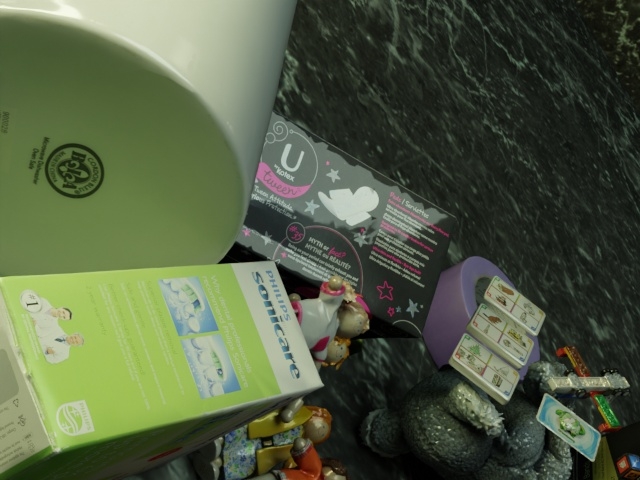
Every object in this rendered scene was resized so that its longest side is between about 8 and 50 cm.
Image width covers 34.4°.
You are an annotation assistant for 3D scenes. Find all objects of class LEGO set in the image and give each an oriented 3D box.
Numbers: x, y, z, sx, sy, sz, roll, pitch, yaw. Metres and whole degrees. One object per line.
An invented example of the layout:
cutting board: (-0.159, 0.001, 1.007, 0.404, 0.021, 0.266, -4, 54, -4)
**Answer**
LEGO set: (0.260, 0.168, 1.163, 0.244, 0.060, 0.182, 37, 37, 2)

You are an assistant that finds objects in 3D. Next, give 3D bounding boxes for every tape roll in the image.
tape roll: (0.224, 0.123, 1.459, 0.189, 0.080, 0.189, 34, 40, -35)

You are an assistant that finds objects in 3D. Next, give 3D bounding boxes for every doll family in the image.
doll family: (-0.035, 0.143, 0.987, 0.163, 0.118, 0.263, -9, 113, -42)

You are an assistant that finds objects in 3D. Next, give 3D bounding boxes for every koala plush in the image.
koala plush: (0.172, 0.224, 1.203, 0.221, 0.196, 0.203, 32, 51, -44)

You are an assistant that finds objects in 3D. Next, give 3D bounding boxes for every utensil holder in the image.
utensil holder: (-0.182, -0.186, 0.908, 0.327, 0.327, 0.385, 39, 38, -30)

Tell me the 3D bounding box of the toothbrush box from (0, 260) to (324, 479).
toothbrush box: (-0.170, 0.113, 0.780, 0.283, 0.206, 0.122, -4, 67, -57)

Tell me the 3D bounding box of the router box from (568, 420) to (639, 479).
router box: (0.384, 0.382, 1.312, 0.081, 0.243, 0.309, 45, 34, -22)

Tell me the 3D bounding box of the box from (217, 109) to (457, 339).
box: (-0.013, -0.008, 1.068, 0.247, 0.163, 0.142, 29, 71, -25)

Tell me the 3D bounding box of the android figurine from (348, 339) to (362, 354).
android figurine: (0.000, 0.000, 1.268, 0.248, 0.056, 0.273, 34, 41, -35)
